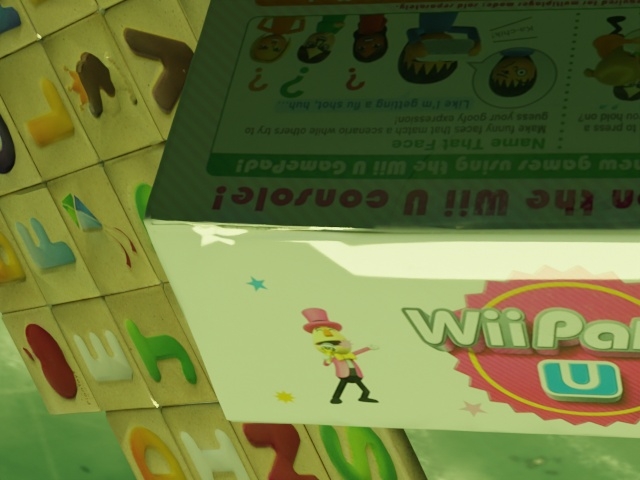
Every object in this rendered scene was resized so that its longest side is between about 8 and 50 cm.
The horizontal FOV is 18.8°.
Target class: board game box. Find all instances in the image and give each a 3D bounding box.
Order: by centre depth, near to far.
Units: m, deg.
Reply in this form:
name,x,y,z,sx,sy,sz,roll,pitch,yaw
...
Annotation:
name,x,y,z,sx,sy,sz,roll,pitch,yaw
board game box,0.094,-0.088,0.601,0.224,0.303,0.097,1,139,16

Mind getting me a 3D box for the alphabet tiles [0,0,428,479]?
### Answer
name,x,y,z,sx,sy,sz,roll,pitch,yaw
alphabet tiles,-0.078,-0.008,0.811,0.342,0.011,0.285,-11,107,57
